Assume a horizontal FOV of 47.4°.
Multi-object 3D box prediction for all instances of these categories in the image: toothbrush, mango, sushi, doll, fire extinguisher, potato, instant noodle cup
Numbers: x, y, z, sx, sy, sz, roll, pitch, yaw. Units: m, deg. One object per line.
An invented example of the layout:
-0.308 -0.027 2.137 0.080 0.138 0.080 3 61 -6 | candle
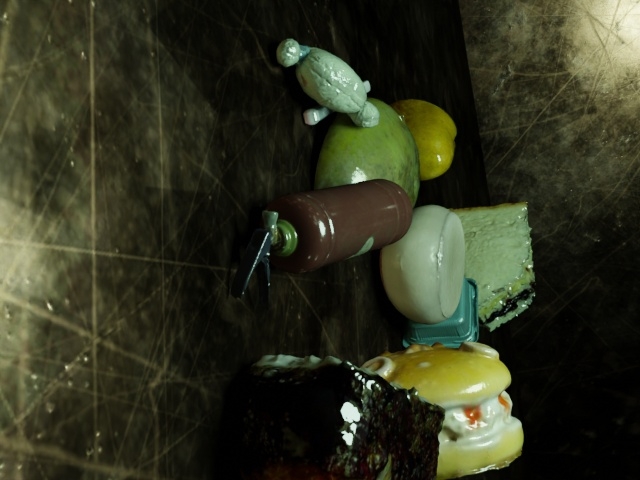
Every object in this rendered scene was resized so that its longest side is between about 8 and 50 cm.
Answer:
0.034 -0.244 1.263 0.342 0.030 0.025 -50 129 -64 | toothbrush
0.183 -0.191 1.417 0.262 0.167 0.130 -85 167 -61 | mango
0.024 0.246 0.876 0.343 0.197 0.181 41 64 -54 | sushi
0.012 -0.239 1.094 0.214 0.071 0.103 29 13 -40 | doll
0.000 0.000 0.951 0.344 0.102 0.138 -17 116 -55 | fire extinguisher
0.081 -0.093 1.209 0.255 0.112 0.269 -39 125 -62 | potato
0.247 0.139 1.523 0.070 0.157 0.179 65 25 -43 | instant noodle cup

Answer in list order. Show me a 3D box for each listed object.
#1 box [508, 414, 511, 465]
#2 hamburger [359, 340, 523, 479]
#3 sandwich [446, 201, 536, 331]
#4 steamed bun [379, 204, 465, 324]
0.331 0.431 1.617 0.133 0.182 0.099 -25 107 -72 | box
0.172 0.255 1.163 0.302 0.261 0.186 65 15 -84 | hamburger
0.391 0.064 1.791 0.131 0.262 0.325 64 27 -45 | sandwich
0.190 0.045 1.418 0.232 0.145 0.231 3 90 -67 | steamed bun
